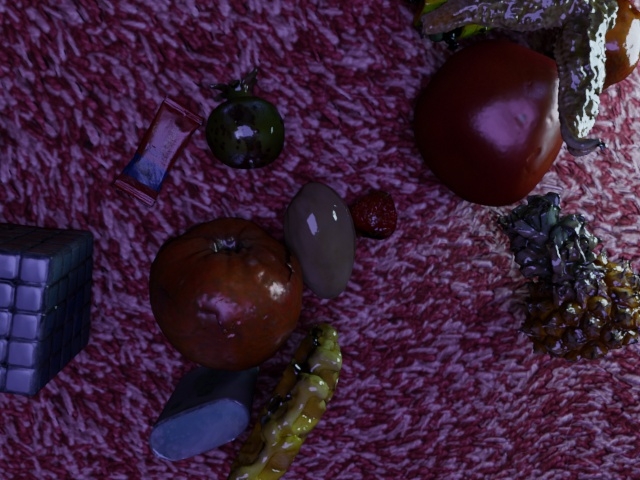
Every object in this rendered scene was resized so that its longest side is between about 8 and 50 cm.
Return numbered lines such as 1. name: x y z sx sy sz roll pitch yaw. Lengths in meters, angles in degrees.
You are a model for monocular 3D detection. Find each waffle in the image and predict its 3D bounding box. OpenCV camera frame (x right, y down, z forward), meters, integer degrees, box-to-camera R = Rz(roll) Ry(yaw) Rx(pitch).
1. waffle: -0.076 0.321 0.919 0.095 0.379 0.382 33 89 2

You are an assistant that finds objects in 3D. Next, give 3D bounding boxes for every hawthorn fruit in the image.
1. hawthorn fruit: 0.533 -0.422 0.988 0.165 0.165 0.286 17 84 -9
2. hawthorn fruit: -0.157 0.120 0.951 0.275 0.276 0.308 -9 129 -5

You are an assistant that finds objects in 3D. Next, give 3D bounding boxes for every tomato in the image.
1. tomato: 0.312 -0.207 0.948 0.298 0.226 0.299 -1 102 -4

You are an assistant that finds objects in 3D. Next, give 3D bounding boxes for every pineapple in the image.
1. pineapple: 0.432 0.043 0.967 0.262 0.262 0.272 -37 111 1

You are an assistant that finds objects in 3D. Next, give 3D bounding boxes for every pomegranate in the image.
1. pomegranate: -0.139 -0.211 0.947 0.148 0.148 0.169 -21 94 -2

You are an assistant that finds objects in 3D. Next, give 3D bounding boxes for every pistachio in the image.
1. pistachio: 0.000 0.000 0.997 0.135 0.136 0.226 -14 108 -4

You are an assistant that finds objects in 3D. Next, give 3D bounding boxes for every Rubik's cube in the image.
1. Rubik's cube: -0.544 0.102 0.901 0.238 0.237 0.237 8 99 -7

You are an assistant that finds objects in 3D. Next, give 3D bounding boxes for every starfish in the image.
1. starfish: 0.346 -0.369 0.839 0.323 0.082 0.432 26 74 -1

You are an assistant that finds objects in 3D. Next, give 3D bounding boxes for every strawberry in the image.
1. strawberry: 0.103 -0.048 1.017 0.106 0.106 0.106 -1 99 -6

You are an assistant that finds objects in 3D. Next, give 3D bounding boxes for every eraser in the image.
1. eraser: -0.202 0.295 0.972 0.174 0.227 0.081 -23 97 0

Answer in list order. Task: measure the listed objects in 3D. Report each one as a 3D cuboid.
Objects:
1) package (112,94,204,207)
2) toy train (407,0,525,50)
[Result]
1. package: -0.303 -0.166 0.992 0.083 0.022 0.200 32 93 -10
2. toy train: 0.309 -0.446 0.962 0.296 0.100 0.161 -15 87 -4
